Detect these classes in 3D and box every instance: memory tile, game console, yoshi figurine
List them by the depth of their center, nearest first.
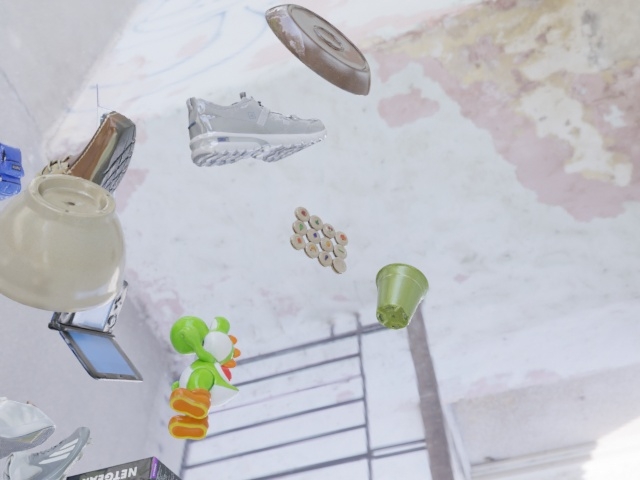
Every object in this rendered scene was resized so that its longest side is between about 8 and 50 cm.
[{"bbox_3d":[0.000,0.000,1.429,0.148,0.012,0.113,31,47,-26],"label":"memory tile"},{"bbox_3d":[-0.547,0.221,1.761,0.293,0.173,0.250,55,52,-74],"label":"game console"},{"bbox_3d":[-0.344,0.331,1.800,0.203,0.204,0.362,54,23,-28],"label":"yoshi figurine"}]

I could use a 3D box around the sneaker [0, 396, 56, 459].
[{"bbox_3d":[-0.717,0.408,1.456,0.123,0.106,0.290,42,9,19],"label":"sneaker"}]

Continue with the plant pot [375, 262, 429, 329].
[{"bbox_3d":[0.116,0.090,1.019,0.079,0.083,0.083,-66,142,-51],"label":"plant pot"}]

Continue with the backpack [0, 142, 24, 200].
[{"bbox_3d":[-0.722,-0.154,1.519,0.098,0.101,0.120,12,66,-63],"label":"backpack"}]

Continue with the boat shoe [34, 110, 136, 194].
[{"bbox_3d":[-0.433,-0.084,1.161,0.120,0.324,0.122,33,16,-4],"label":"boat shoe"}]

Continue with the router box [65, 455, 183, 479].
[{"bbox_3d":[-0.337,0.444,1.190,0.046,0.179,0.133,-93,161,-46],"label":"router box"}]

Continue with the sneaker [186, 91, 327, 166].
[{"bbox_3d":[-0.097,-0.195,1.120,0.281,0.105,0.115,-12,85,-48],"label":"sneaker"}]

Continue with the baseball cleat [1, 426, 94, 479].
[{"bbox_3d":[-0.480,0.382,1.187,0.109,0.072,0.206,39,22,-11],"label":"baseball cleat"}]

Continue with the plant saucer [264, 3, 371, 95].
[{"bbox_3d":[0.009,-0.463,1.605,0.311,0.050,0.310,30,30,-20],"label":"plant saucer"}]

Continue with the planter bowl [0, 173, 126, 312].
[{"bbox_3d":[-0.298,-0.009,0.785,0.162,0.162,0.109,-80,-168,-66],"label":"planter bowl"}]

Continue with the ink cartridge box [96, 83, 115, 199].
[{"bbox_3d":[-0.450,-0.195,1.428,0.206,0.045,0.208,149,-60,-72],"label":"ink cartridge box"}]
